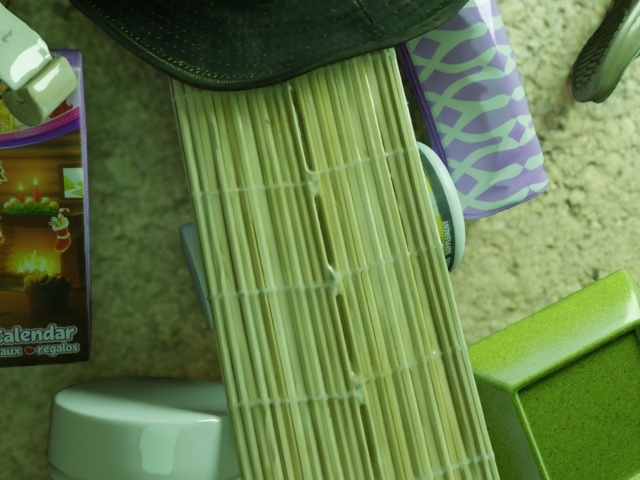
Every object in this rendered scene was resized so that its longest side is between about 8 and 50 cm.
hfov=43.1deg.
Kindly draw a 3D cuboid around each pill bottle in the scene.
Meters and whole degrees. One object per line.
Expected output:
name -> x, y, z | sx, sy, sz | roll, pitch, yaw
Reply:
pill bottle -> 0.000, 0.000, 0.572 | 0.184, 0.103, 0.103 | -17, 99, -13
pill bottle -> -0.114, 0.241, 0.529 | 0.160, 0.160, 0.283 | 3, 90, -15

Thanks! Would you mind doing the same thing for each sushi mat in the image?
sushi mat -> 0.004, 0.021, 0.503 | 0.151, 0.019, 0.316 | -10, 80, -9

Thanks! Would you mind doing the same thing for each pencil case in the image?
pencil case -> 0.101, -0.117, 0.599 | 0.088, 0.086, 0.206 | -26, 101, -20

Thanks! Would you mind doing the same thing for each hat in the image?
hat -> -0.028, -0.262, 0.489 | 0.331, 0.134, 0.331 | 1, 74, -2

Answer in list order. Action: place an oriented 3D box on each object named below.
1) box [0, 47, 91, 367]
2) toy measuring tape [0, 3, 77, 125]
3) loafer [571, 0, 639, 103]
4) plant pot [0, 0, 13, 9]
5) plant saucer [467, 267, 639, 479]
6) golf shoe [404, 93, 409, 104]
box -> -0.290, -0.015, 0.484 | 0.293, 0.057, 0.201 | -2, 115, -15
toy measuring tape -> -0.285, -0.149, 0.418 | 0.330, 0.121, 0.121 | 38, 84, -10
loafer -> 0.255, -0.169, 0.652 | 0.050, 0.056, 0.148 | 32, 86, -9
plant pot -> -0.241, -0.158, 0.510 | 0.083, 0.081, 0.081 | 24, 88, -23
plant saucer -> 0.222, 0.146, 0.674 | 0.188, 0.045, 0.188 | -25, 100, -12
golf shoe -> -0.012, -0.138, 0.580 | 0.086, 0.067, 0.186 | -38, 94, -5
